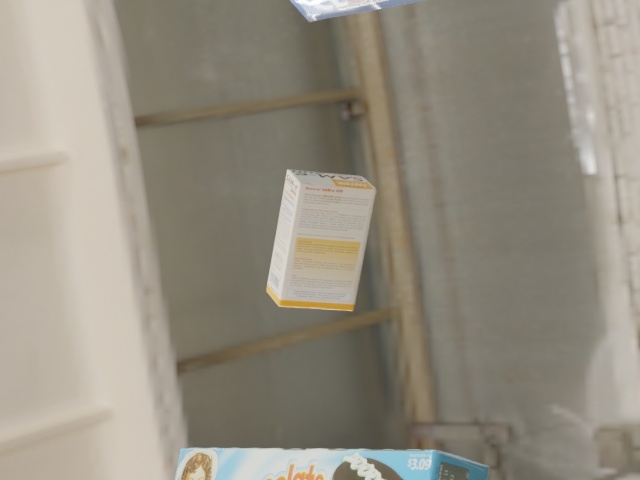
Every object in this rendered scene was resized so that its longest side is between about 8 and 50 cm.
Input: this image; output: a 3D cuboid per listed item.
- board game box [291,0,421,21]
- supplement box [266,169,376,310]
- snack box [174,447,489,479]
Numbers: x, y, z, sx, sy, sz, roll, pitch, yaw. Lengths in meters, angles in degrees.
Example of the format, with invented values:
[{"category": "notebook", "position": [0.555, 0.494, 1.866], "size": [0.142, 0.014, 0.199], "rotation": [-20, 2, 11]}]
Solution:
[{"category": "board game box", "position": [0.097, -0.282, 1.539], "size": [0.042, 0.243, 0.165], "rotation": [44, -135, -52]}, {"category": "supplement box", "position": [0.000, 0.000, 1.362], "size": [0.062, 0.036, 0.098], "rotation": [5, -73, -20]}, {"category": "snack box", "position": [-0.014, 0.251, 1.363], "size": [0.060, 0.322, 0.187], "rotation": [20, -107, -34]}]
